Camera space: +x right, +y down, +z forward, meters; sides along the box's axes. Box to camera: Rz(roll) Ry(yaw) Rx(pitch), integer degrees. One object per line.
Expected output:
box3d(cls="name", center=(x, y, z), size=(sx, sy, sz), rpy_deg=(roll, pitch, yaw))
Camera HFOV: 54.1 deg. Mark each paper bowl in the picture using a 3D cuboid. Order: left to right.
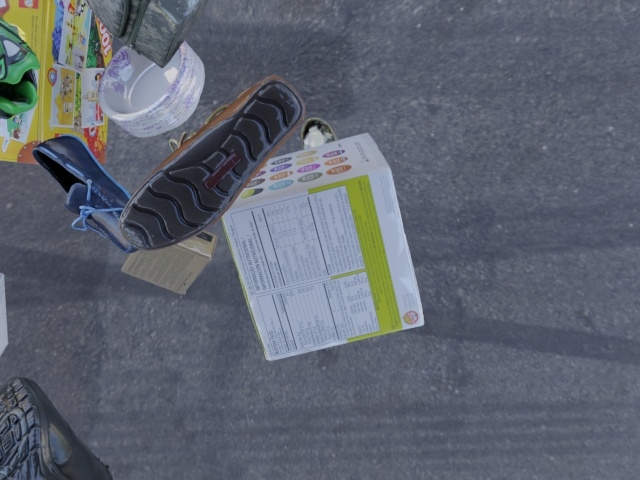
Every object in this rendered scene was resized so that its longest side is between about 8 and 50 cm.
box3d(cls="paper bowl", center=(-0.439, -0.406, 1.678), size=(0.284, 0.284, 0.148), rpy_deg=(-40, 149, 3))

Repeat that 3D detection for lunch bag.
box3d(cls="lunch bag", center=(-0.392, -0.563, 1.391), size=(0.256, 0.305, 0.212), rpy_deg=(34, 72, -16))

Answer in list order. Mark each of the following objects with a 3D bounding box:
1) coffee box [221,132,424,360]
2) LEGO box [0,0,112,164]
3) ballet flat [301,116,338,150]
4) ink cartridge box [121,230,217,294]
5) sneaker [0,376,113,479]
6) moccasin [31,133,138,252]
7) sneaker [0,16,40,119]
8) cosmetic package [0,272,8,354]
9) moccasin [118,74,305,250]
box3d(cls="coffee box", center=(0.000, 0.000, 1.348), size=(0.335, 0.337, 0.338), rpy_deg=(-14, 110, 2))
box3d(cls="LEGO box", center=(-0.758, -0.471, 1.755), size=(0.193, 0.372, 0.499), rpy_deg=(7, 98, 6))
box3d(cls="ballet flat", center=(0.021, -0.190, 1.712), size=(0.123, 0.123, 0.348), rpy_deg=(-15, 66, -3))
box3d(cls="ink cartridge box", center=(-0.420, 0.036, 1.730), size=(0.193, 0.088, 0.235), rpy_deg=(24, 140, -20))
box3d(cls="sneaker", center=(-0.359, 0.312, 0.853), size=(0.109, 0.130, 0.286), rpy_deg=(-41, 65, 9))
box3d(cls="moccasin", center=(-0.528, -0.092, 1.413), size=(0.342, 0.117, 0.137), rpy_deg=(44, 129, 17))
box3d(cls="sneaker", center=(-0.553, -0.241, 1.029), size=(0.146, 0.343, 0.134), rpy_deg=(46, 58, -11))
box3d(cls="cosmetic package", center=(-1.000, 0.249, 1.762), size=(0.155, 0.197, 0.365), rpy_deg=(20, 133, -8))
box3d(cls="moccasin", center=(-0.191, -0.134, 1.071), size=(0.139, 0.147, 0.380), rpy_deg=(40, 92, -19))
